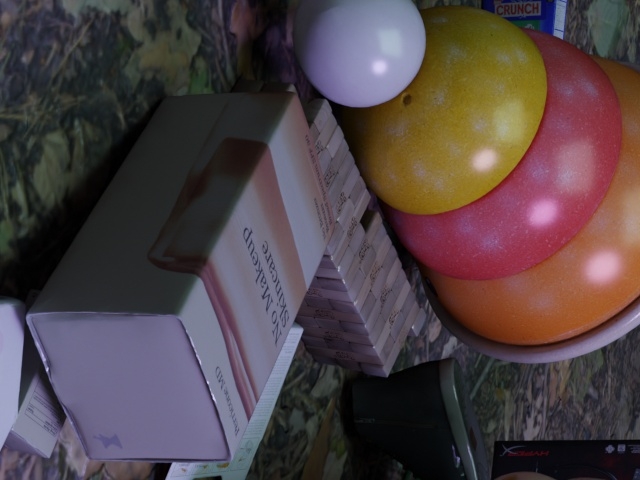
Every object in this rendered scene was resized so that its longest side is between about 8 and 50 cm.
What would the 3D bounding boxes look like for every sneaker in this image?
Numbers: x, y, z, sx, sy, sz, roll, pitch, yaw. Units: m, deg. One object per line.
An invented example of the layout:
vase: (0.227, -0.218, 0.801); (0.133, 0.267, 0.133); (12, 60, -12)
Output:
sneaker: (0.111, 0.228, 1.755); (0.083, 0.118, 0.222); (-64, 143, -63)

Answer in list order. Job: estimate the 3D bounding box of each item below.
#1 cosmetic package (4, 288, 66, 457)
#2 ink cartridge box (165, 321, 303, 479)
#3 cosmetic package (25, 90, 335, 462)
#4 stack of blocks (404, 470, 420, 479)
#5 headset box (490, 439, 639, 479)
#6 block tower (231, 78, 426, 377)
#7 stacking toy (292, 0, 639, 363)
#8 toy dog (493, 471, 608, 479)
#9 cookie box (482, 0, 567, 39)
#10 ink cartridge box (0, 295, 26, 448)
cosmetic package: (-0.215, 0.102, 1.258); (0.060, 0.041, 0.115); (54, 51, -52)
ink cartridge box: (-0.095, 0.151, 1.496); (0.145, 0.045, 0.179); (8, 107, -61)
cosmetic package: (-0.098, 0.021, 1.298); (0.296, 0.129, 0.153); (-66, 148, -47)
stack of blocks: (0.156, 0.421, 1.899); (0.171, 0.087, 0.297); (-66, 146, -36)
headset box: (0.294, 0.374, 1.816); (0.110, 0.218, 0.293); (55, 39, -52)
block tower: (0.000, 0.000, 1.558); (0.097, 0.091, 0.335); (-63, 144, -30)
stacking toy: (0.135, -0.118, 1.594); (0.480, 0.351, 0.350); (36, 65, -43)
toy dog: (0.067, 0.335, 1.525); (0.408, 0.395, 0.284); (-1, 111, -34)
cookie box: (0.234, -0.240, 1.906); (0.040, 0.092, 0.107); (0, 96, -63)
ink cartridge box: (-0.290, 0.156, 1.131); (0.189, 0.066, 0.232); (-1, 93, -60)
